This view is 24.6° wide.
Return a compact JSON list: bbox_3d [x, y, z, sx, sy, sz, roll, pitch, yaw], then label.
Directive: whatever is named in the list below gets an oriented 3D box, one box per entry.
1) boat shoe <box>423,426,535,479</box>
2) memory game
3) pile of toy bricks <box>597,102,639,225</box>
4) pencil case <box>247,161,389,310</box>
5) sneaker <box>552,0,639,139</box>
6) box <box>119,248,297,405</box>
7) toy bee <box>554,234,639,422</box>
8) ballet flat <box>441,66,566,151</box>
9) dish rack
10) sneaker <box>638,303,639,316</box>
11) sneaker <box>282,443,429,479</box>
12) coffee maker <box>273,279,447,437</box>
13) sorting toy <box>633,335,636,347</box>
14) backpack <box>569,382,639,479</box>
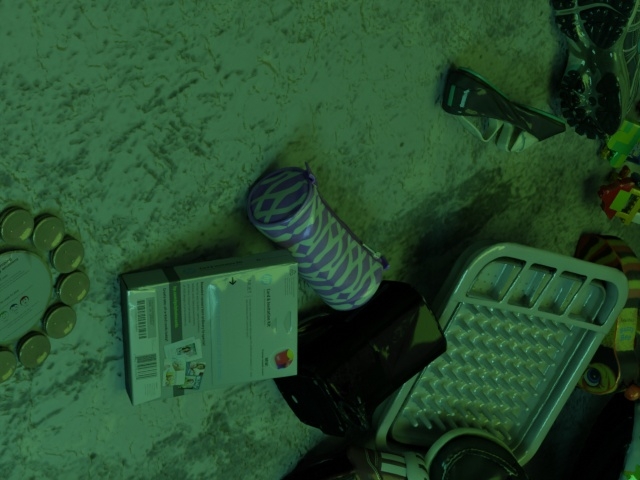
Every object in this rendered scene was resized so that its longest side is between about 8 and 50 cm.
[{"bbox_3d":[0.246,0.366,1.931,0.127,0.113,0.340,-40,133,-8],"label":"boat shoe"},{"bbox_3d":[-0.305,0.055,1.420,0.186,0.012,0.186,-22,126,-35],"label":"memory game"},{"bbox_3d":[0.431,-0.138,1.997,0.105,0.118,0.212,18,117,-20],"label":"pile of toy bricks"},{"bbox_3d":[0.000,0.000,1.634,0.088,0.086,0.206,-28,140,13],"label":"pencil case"},{"bbox_3d":[0.362,-0.277,1.855,0.122,0.110,0.283,-41,140,-47],"label":"sneaker"},{"bbox_3d":[-0.117,0.092,1.562,0.186,0.038,0.145,-9,120,-17],"label":"box"},{"bbox_3d":[0.407,0.150,2.070,0.195,0.162,0.298,-25,127,-36],"label":"toy bee"},{"bbox_3d":[0.219,-0.148,1.788,0.203,0.074,0.074,20,96,-42],"label":"ballet flat"},{"bbox_3d":[0.220,0.145,1.892,0.286,0.072,0.332,13,112,-37],"label":"dish rack"},{"bbox_3d":[0.543,0.146,2.259,0.069,0.084,0.185,-40,135,-23],"label":"sneaker"},{"bbox_3d":[0.004,0.358,1.852,0.163,0.106,0.281,21,112,-21],"label":"sneaker"},{"bbox_3d":[0.059,0.141,1.708,0.178,0.171,0.120,-38,134,-24],"label":"coffee maker"},{"bbox_3d":[0.426,0.167,2.195,0.102,0.042,0.061,-33,117,-12],"label":"sorting toy"},{"bbox_3d":[0.471,0.377,2.143,0.290,0.273,0.355,-60,151,-60],"label":"backpack"}]
